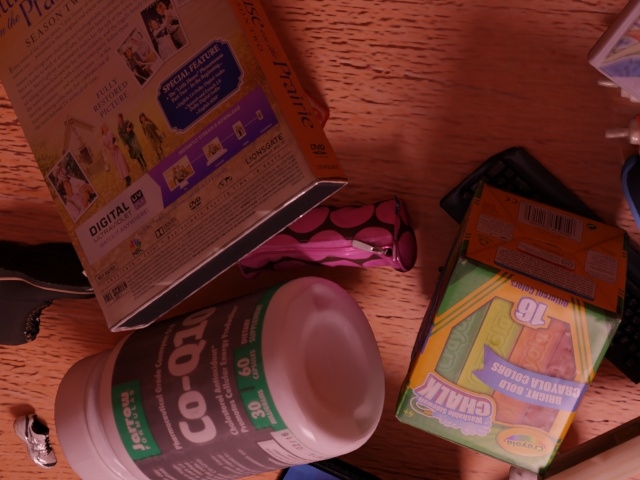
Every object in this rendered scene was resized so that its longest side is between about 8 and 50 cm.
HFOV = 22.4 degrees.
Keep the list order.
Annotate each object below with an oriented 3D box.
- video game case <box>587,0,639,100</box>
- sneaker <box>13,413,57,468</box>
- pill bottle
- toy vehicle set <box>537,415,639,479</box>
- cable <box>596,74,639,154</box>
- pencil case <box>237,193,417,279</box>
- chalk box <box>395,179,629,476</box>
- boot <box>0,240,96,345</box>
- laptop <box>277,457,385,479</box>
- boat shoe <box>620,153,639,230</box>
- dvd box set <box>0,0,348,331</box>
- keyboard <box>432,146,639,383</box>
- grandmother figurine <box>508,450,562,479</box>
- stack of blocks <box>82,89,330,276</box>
[{"bbox_3d":[0.476,-0.216,1.552,0.300,0.036,0.329,35,109,-7],"label":"video game case"},{"bbox_3d":[-0.364,0.261,2.095,0.037,0.032,0.083,-23,113,25],"label":"sneaker"},{"bbox_3d":[-0.123,0.179,1.866,0.361,0.204,0.204,-19,114,34],"label":"pill bottle"},{"bbox_3d":[0.363,0.214,1.763,0.266,0.166,0.035,-27,86,8],"label":"toy vehicle set"},{"bbox_3d":[0.424,-0.137,1.619,0.287,0.072,0.140,1,89,18],"label":"cable"},{"bbox_3d":[0.000,0.000,1.808,0.209,0.098,0.095,-5,118,18],"label":"pencil case"},{"bbox_3d":[0.197,0.118,1.744,0.180,0.179,0.289,19,122,2],"label":"chalk box"},{"bbox_3d":[-0.337,0.075,1.962,0.197,0.077,0.137,10,128,24],"label":"boot"},{"bbox_3d":[0.051,0.356,1.984,0.234,0.264,0.137,25,86,-2],"label":"laptop"},{"bbox_3d":[0.405,0.020,1.714,0.089,0.109,0.258,-22,115,21],"label":"boat shoe"},{"bbox_3d":[-0.181,-0.161,1.646,0.307,0.062,0.420,-36,72,29],"label":"dvd box set"},{"bbox_3d":[0.257,0.051,1.815,0.317,0.033,0.201,42,121,-11],"label":"keyboard"},{"bbox_3d":[0.275,0.393,1.975,0.207,0.104,0.342,-1,123,5],"label":"grandmother figurine"},{"bbox_3d":[-0.133,-0.042,1.774,0.087,0.171,0.297,42,121,-12],"label":"stack of blocks"}]
